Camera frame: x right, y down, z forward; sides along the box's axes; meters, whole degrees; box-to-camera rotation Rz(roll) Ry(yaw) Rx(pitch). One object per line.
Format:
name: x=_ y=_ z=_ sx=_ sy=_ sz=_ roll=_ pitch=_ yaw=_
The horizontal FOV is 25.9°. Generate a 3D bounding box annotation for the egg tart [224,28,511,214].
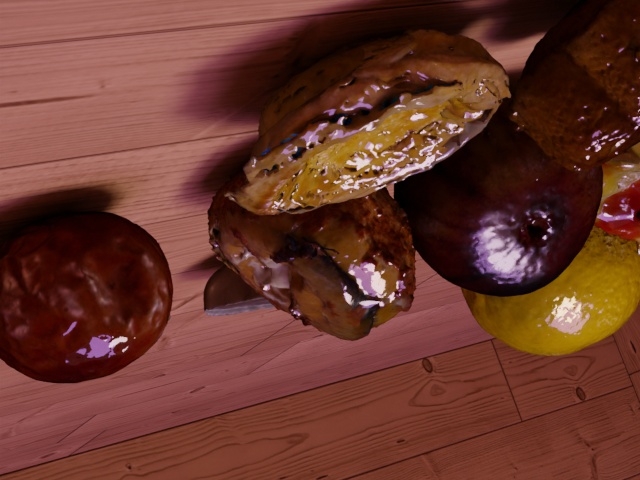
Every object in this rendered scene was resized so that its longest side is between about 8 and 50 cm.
egg tart: x=0.032 y=-0.116 z=1.270 sx=0.290 sy=0.107 sz=0.291 roll=-23 pitch=167 yaw=-6

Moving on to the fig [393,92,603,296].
fig: x=0.195 y=-0.052 z=1.554 sx=0.214 sy=0.235 sz=0.235 roll=19 pitch=-163 yaw=40

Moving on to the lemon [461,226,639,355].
lemon: x=0.332 y=0.033 z=2.006 sx=0.293 sy=0.293 sz=0.293 roll=-19 pitch=168 yaw=-4

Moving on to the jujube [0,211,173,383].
jujube: x=-0.261 y=0.063 z=1.436 sx=0.190 sy=0.190 sz=0.255 roll=-13 pitch=173 yaw=-28

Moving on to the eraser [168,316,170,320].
eraser: x=-0.296 y=0.120 z=1.889 sx=0.117 sy=0.058 sz=0.172 roll=-9 pitch=164 yaw=-43

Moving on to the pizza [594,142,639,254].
pizza: x=0.405 y=-0.071 z=1.710 sx=0.406 sy=0.130 sz=0.440 roll=-7 pitch=146 yaw=4

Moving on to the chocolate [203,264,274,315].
chocolate: x=-0.049 y=0.047 z=1.910 sx=0.156 sy=0.080 sz=0.254 roll=-16 pitch=172 yaw=34

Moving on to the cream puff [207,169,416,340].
cream puff: x=0.000 y=0.000 z=1.487 sx=0.164 sy=0.240 sz=0.240 roll=-45 pitch=176 yaw=-19

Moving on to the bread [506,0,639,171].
bread: x=0.280 y=-0.170 z=1.289 sx=0.246 sy=0.135 sz=0.232 roll=-38 pitch=169 yaw=14
